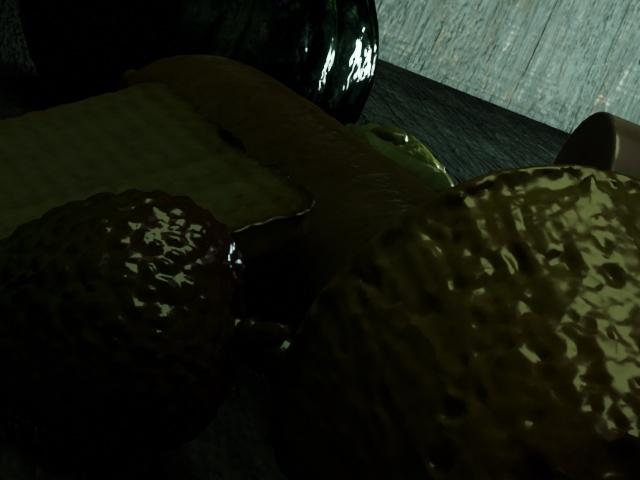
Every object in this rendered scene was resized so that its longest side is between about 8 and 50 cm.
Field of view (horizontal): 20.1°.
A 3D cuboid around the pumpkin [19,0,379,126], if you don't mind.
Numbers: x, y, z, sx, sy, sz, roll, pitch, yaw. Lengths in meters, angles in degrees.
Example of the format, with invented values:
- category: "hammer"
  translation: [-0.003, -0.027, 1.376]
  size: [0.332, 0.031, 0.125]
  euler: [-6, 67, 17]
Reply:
- category: "pumpkin"
  translation: [-0.092, -0.193, 1.478]
  size: [0.315, 0.238, 0.315]
  euler: [23, 16, -7]

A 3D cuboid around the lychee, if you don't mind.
- category: "lychee"
  translation: [-0.079, 0.034, 0.747]
  size: [0.146, 0.114, 0.114]
  euler: [7, 8, 12]

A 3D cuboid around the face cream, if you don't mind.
- category: "face cream"
  translation: [0.277, -0.033, 1.661]
  size: [0.104, 0.149, 0.149]
  euler: [21, 11, -14]

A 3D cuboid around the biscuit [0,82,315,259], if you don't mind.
- category: "biscuit"
  translation: [-0.122, -0.025, 0.961]
  size: [0.172, 0.029, 0.254]
  euler: [-15, 24, -18]

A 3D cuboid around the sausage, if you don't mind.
- category: "sausage"
  translation: [0.002, 0.001, 1.019]
  size: [0.136, 0.123, 0.501]
  euler: [29, 7, -30]

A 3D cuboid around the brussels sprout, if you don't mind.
- category: "brussels sprout"
  translation: [0.063, -0.024, 1.352]
  size: [0.139, 0.100, 0.181]
  euler: [27, 5, -38]

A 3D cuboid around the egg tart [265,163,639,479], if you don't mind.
- category: "egg tart"
  translation: [0.090, 0.090, 0.662]
  size: [0.203, 0.202, 0.147]
  euler: [18, 25, -23]
